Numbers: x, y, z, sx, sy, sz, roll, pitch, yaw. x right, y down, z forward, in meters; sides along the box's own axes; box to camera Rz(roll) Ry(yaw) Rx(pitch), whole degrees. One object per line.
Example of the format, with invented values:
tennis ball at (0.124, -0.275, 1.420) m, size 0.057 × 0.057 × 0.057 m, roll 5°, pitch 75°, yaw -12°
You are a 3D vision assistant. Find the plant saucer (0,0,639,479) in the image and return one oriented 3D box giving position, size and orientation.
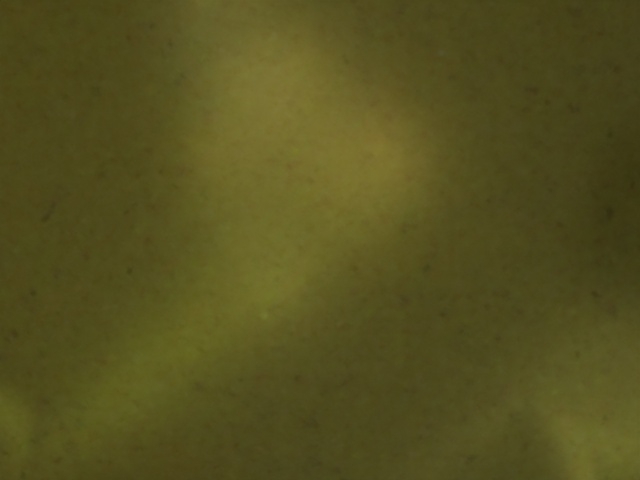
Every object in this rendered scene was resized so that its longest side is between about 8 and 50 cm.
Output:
plant saucer at (0.000, 0.000, 0.562) m, size 0.081 × 0.333 × 0.332 m, roll -93°, pitch 178°, yaw -68°
